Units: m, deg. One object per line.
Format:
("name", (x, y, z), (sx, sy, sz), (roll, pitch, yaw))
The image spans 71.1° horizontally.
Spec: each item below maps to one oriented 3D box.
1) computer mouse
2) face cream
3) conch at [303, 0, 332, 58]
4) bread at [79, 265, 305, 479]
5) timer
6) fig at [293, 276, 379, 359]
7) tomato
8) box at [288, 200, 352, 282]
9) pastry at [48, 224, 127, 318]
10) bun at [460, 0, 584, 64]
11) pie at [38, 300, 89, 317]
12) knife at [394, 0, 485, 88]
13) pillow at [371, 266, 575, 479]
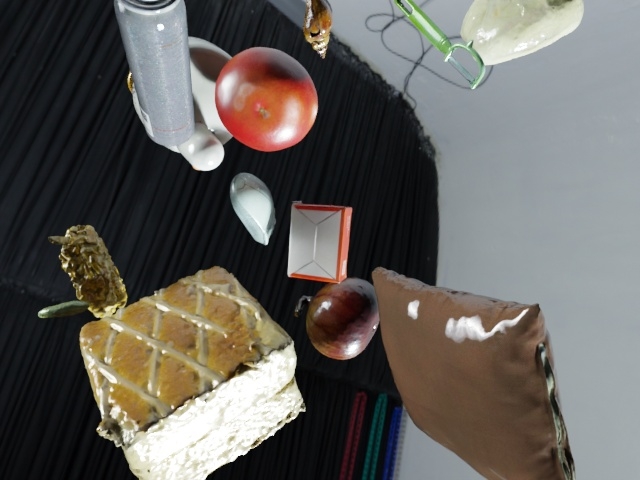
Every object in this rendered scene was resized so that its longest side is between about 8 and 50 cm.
("computer mouse", (-0.138, -0.071, 1.044), (0.068, 0.113, 0.229), (-1, 152, 15))
("face cream", (-0.198, -0.219, 0.551), (0.073, 0.073, 0.283), (16, 158, -7))
("conch", (-0.006, -0.623, 1.220), (0.080, 0.233, 0.086), (5, -163, 10))
("bread", (-0.281, 0.287, 0.977), (0.390, 0.371, 0.279), (30, 141, 48))
("timer", (-0.255, -0.282, 0.917), (0.240, 0.233, 0.233), (44, -176, 39))
("fig", (0.062, 0.201, 1.220), (0.214, 0.235, 0.235), (42, -178, 38))
("tomato", (-0.102, -0.261, 0.844), (0.195, 0.136, 0.195), (1, 118, 2))
("box", (0.000, 0.000, 1.063), (0.133, 0.182, 0.099), (4, -175, 12))
("pastry", (-0.558, 0.078, 1.096), (0.102, 0.154, 0.250), (-15, 133, -11))
("bun", (0.611, -0.696, 1.404), (0.361, 0.361, 0.213), (-3, 120, 41))
("pie", (-0.467, 0.126, 0.816), (0.084, 0.021, 0.084), (-15, 171, -3))
("knife", (0.187, -0.331, 0.708), (0.212, 0.015, 0.054), (54, 149, 17))
("pillow", (0.193, 0.194, 0.624), (0.108, 0.308, 0.305), (-25, -163, -24))
